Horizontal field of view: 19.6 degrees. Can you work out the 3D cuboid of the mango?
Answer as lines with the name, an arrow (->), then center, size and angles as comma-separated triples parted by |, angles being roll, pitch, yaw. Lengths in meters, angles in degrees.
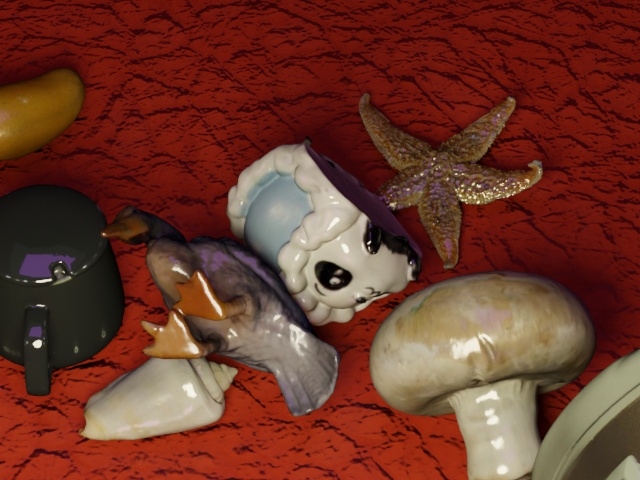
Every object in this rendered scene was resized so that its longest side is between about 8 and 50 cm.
mango -> -0.364, -0.156, 2.299 | 0.102, 0.085, 0.184 | 34, 46, 31

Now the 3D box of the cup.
cup -> -0.302, 0.058, 2.045 | 0.169, 0.176, 0.223 | 1, 47, -4

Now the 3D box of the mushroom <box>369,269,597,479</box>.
mushroom -> 0.179, 0.151, 1.958 | 0.243, 0.243, 0.243 | 1, 48, -1

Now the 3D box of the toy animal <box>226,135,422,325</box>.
toy animal -> 0.000, 0.000, 2.104 | 0.156, 0.208, 0.204 | -43, 56, 12

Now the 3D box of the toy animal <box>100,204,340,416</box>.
toy animal -> -0.107, 0.069, 1.989 | 0.298, 0.122, 0.185 | 30, 14, -1

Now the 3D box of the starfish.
starfish -> 0.155, -0.097, 2.278 | 0.231, 0.048, 0.295 | -23, 50, -8

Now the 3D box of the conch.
conch -> -0.175, 0.172, 2.025 | 0.176, 0.094, 0.104 | -30, 65, 8

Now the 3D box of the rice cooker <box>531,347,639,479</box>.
rice cooker -> 0.388, 0.248, 1.786 | 0.335, 0.335, 0.325 | -20, 53, -18
